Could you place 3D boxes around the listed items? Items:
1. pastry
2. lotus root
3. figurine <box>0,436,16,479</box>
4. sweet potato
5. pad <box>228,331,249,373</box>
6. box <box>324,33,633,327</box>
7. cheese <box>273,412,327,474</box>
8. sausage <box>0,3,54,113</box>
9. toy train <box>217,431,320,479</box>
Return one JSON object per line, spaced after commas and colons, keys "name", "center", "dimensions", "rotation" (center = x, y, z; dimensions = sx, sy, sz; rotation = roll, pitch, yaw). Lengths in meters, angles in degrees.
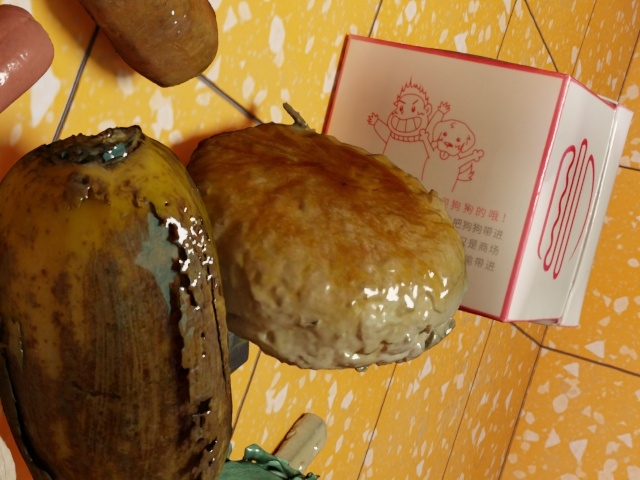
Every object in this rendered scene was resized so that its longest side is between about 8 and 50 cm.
{"name": "pastry", "center": [0.000, 0.000, 1.062], "dimensions": [0.329, 0.329, 0.136], "rotation": [-34, 148, -54]}
{"name": "lotus root", "center": [-0.169, 0.092, 0.898], "dimensions": [0.179, 0.196, 0.397], "rotation": [-93, 179, -63]}
{"name": "figurine", "center": [-0.339, 0.235, 0.707], "dimensions": [0.332, 0.204, 0.185], "rotation": [-46, 157, 7]}
{"name": "sweet potato", "center": [-0.156, -0.218, 0.860], "dimensions": [0.097, 0.097, 0.292], "rotation": [-63, 152, -22]}
{"name": "pad", "center": [-0.116, 0.076, 1.218], "dimensions": [0.143, 0.003, 0.211], "rotation": [-37, 136, -53]}
{"name": "box", "center": [0.188, -0.072, 1.399], "dimensions": [0.300, 0.314, 0.312], "rotation": [5, 100, -62]}
{"name": "cheese", "center": [-0.049, 0.309, 1.452], "dimensions": [0.194, 0.043, 0.065], "rotation": [-50, 151, -45]}
{"name": "sausage", "center": [-0.252, -0.107, 0.759], "dimensions": [0.154, 0.062, 0.062], "rotation": [-54, 148, -37]}
{"name": "toy train", "center": [-0.130, 0.329, 1.174], "dimensions": [0.299, 0.167, 0.238], "rotation": [-4, 118, -62]}
